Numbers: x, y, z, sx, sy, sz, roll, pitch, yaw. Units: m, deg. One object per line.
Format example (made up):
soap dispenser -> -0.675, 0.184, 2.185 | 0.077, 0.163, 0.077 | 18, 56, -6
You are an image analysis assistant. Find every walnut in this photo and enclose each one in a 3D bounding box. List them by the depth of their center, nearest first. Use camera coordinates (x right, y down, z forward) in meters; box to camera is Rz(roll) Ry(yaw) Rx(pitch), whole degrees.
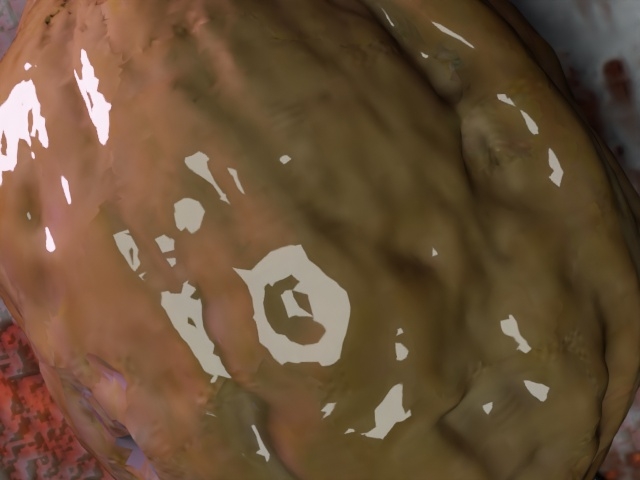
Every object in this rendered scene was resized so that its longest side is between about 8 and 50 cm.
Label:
walnut -> 0.000, 0.000, 0.544 | 0.198, 0.198, 0.245 | -29, 102, 22

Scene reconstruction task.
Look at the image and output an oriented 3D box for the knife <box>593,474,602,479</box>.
knife -> 0.146, 0.175, 0.717 | 0.072, 0.019, 0.245 | -37, 104, 28
